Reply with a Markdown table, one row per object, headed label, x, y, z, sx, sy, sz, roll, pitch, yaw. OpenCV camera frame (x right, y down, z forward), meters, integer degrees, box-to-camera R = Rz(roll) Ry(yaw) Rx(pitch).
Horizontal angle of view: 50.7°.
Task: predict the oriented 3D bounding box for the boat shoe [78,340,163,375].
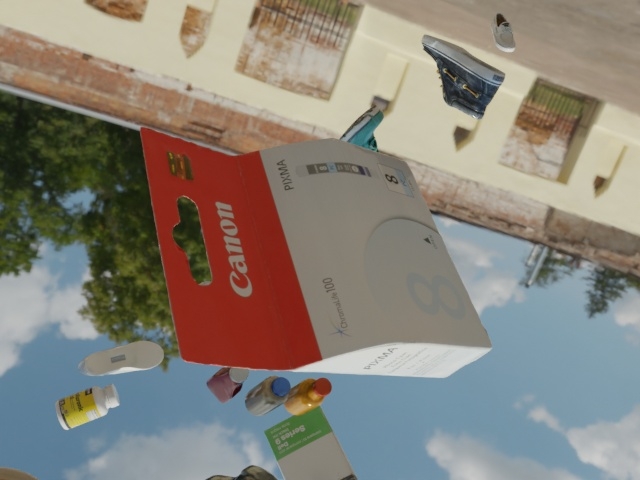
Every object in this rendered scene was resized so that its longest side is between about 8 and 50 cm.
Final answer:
| label | x | y | z | sx | sy | sz | roll | pitch | yaw |
| --- | --- | --- | --- | --- | --- | --- | --- | --- | --- |
| boat shoe | -0.435 | 0.263 | 1.471 | 0.184 | 0.066 | 0.063 | -12 | 176 | -43 |

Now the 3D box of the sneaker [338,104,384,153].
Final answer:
| label | x | y | z | sx | sy | sz | roll | pitch | yaw |
| --- | --- | --- | --- | --- | --- | --- | --- | --- | --- |
| sneaker | 0.098 | -0.189 | 1.465 | 0.110 | 0.275 | 0.107 | 38 | -117 | 11 |

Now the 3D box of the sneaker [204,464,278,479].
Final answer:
| label | x | y | z | sx | sy | sz | roll | pitch | yaw |
| --- | --- | --- | --- | --- | --- | --- | --- | --- | --- |
| sneaker | -0.126 | 0.351 | 0.842 | 0.130 | 0.228 | 0.087 | -33 | -87 | -41 |

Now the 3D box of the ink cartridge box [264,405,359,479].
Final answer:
| label | x | y | z | sx | sy | sz | roll | pitch | yaw |
| --- | --- | --- | --- | --- | --- | --- | --- | --- | --- |
| ink cartridge box | 0.022 | 0.480 | 1.232 | 0.122 | 0.211 | 0.289 | -25 | -130 | -8 |

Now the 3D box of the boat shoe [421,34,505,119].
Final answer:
| label | x | y | z | sx | sy | sz | roll | pitch | yaw |
| --- | --- | --- | --- | --- | --- | --- | --- | --- | --- |
| boat shoe | 0.215 | -0.272 | 1.109 | 0.065 | 0.083 | 0.183 | 2 | -146 | -38 |

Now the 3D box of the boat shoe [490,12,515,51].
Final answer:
| label | x | y | z | sx | sy | sz | roll | pitch | yaw |
| --- | --- | --- | --- | --- | --- | --- | --- | --- | --- |
| boat shoe | 0.348 | -0.397 | 1.279 | 0.035 | 0.035 | 0.100 | -1 | -131 | -2 |

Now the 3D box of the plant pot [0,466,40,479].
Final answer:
| label | x | y | z | sx | sy | sz | roll | pitch | yaw |
| --- | --- | --- | --- | --- | --- | --- | --- | --- | --- |
| plant pot | -0.337 | 0.317 | 0.633 | 0.205 | 0.188 | 0.205 | 34 | -154 | -20 |

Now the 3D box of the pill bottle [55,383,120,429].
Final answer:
| label | x | y | z | sx | sy | sz | roll | pitch | yaw |
| --- | --- | --- | --- | --- | --- | --- | --- | --- | --- |
| pill bottle | -0.480 | 0.341 | 1.398 | 0.117 | 0.065 | 0.065 | -20 | -153 | -13 |

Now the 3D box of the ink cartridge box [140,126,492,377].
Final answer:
| label | x | y | z | sx | sy | sz | roll | pitch | yaw |
| --- | --- | --- | --- | --- | --- | --- | --- | --- | --- |
| ink cartridge box | 0.000 | 0.000 | 0.791 | 0.385 | 0.091 | 0.308 | 13 | -133 | -40 |

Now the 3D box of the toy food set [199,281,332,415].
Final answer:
| label | x | y | z | sx | sy | sz | roll | pitch | yaw |
| --- | --- | --- | --- | --- | --- | --- | --- | --- | --- |
| toy food set | -0.098 | 0.150 | 0.904 | 0.111 | 0.104 | 0.232 | -36 | -95 | -35 |
